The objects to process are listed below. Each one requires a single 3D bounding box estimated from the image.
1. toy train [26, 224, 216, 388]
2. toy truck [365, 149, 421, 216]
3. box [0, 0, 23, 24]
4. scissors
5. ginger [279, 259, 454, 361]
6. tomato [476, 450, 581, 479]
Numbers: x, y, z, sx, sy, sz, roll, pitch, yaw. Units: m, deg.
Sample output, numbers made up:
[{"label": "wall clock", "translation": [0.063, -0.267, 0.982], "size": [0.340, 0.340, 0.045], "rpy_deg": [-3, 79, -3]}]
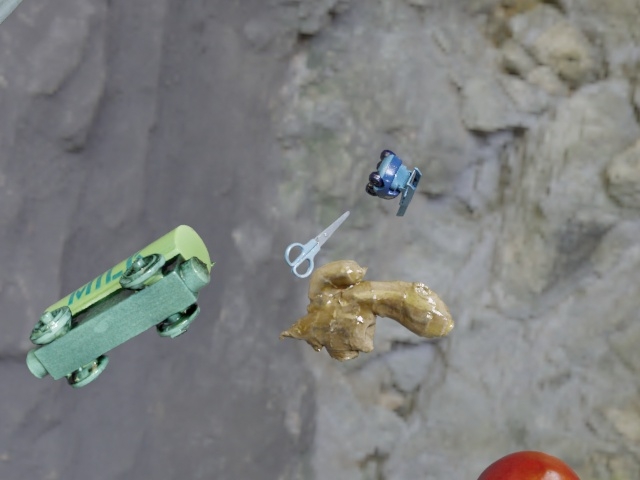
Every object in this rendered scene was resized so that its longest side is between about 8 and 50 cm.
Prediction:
[{"label": "toy train", "translation": [-0.237, 0.074, 1.547], "size": [0.105, 0.253, 0.157], "rpy_deg": [53, 17, -19]}, {"label": "toy truck", "translation": [0.112, -0.085, 2.045], "size": [0.063, 0.074, 0.136], "rpy_deg": [-63, 176, -19]}, {"label": "box", "translation": [-0.448, -0.294, 1.465], "size": [0.312, 0.182, 0.175], "rpy_deg": [-48, -157, -5]}, {"label": "scissors", "translation": [0.000, 0.000, 1.217], "size": [0.083, 0.006, 0.036], "rpy_deg": [-43, 117, -22]}, {"label": "ginger", "translation": [0.063, 0.101, 1.665], "size": [0.059, 0.214, 0.133], "rpy_deg": [-18, 124, -76]}, {"label": "tomato", "translation": [0.249, 0.349, 1.570], "size": [0.195, 0.136, 0.195], "rpy_deg": [1, 90, -87]}]
